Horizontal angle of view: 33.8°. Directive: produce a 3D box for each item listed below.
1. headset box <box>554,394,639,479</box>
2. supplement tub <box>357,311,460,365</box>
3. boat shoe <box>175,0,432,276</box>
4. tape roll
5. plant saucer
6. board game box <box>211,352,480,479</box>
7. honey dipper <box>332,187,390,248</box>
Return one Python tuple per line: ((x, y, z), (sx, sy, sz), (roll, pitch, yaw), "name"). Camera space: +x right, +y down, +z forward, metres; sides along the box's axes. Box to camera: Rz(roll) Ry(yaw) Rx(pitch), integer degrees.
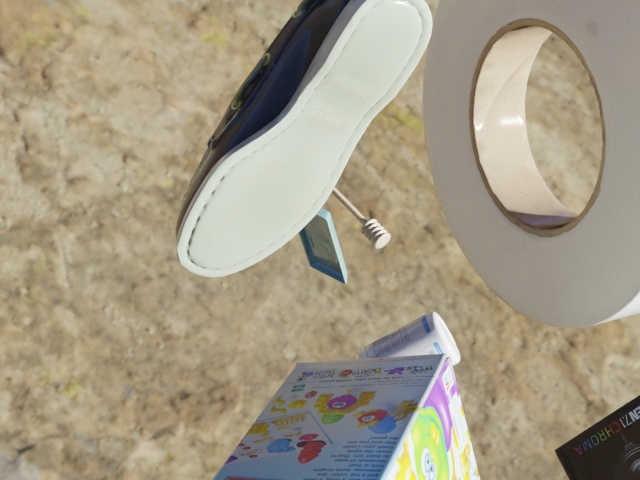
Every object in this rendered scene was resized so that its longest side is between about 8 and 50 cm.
((0.502, 0.353, 1.438), (0.131, 0.246, 0.283), (1, 55, -43), "headset box")
((0.107, 0.138, 1.266), (0.071, 0.107, 0.071), (58, 11, -19), "supplement tub")
((-0.020, -0.076, 0.681), (0.081, 0.227, 0.068), (29, 17, -39), "boat shoe")
((0.227, -0.111, 1.004), (0.072, 0.392, 0.392), (-10, 49, -25), "tape roll")
((0.000, 0.000, 1.492), (0.067, 0.192, 0.018), (27, 69, 23), "plant saucer")
((0.012, 0.217, 0.797), (0.275, 0.144, 0.142), (-48, 127, -58), "board game box")
((0.047, -0.051, 1.610), (0.030, 0.030, 0.160), (-6, 46, -48), "honey dipper")
